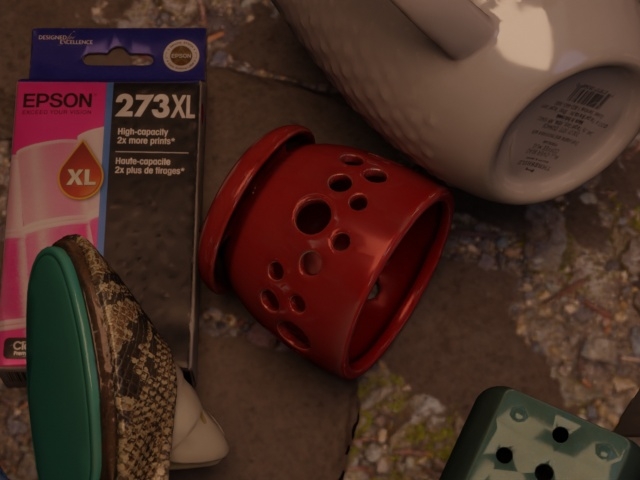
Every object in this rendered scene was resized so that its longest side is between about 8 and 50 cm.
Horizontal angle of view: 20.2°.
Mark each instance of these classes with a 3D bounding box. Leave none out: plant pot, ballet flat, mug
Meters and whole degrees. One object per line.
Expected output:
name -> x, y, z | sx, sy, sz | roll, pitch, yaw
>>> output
plant pot -> 0.000, 0.000, 1.574 | 0.174, 0.191, 0.191 | 30, 72, 15
plant pot -> 0.172, 0.216, 1.462 | 0.166, 0.234, 0.165 | 23, 70, 9
ballet flat -> -0.161, 0.241, 1.501 | 0.182, 0.164, 0.482 | 6, 78, -30
mug -> 0.105, -0.214, 1.527 | 0.276, 0.374, 0.328 | -43, 56, 14

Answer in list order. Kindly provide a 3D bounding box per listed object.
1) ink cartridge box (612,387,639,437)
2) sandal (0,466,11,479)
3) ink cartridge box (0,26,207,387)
ink cartridge box -> 0.430, 0.090, 1.522 | 0.354, 0.207, 0.119 | -1, 71, 0
sandal -> -0.315, 0.220, 1.536 | 0.138, 0.126, 0.317 | 6, 77, -1
ink cartridge box -> -0.197, -0.046, 1.664 | 0.176, 0.069, 0.370 | 0, 66, 1
